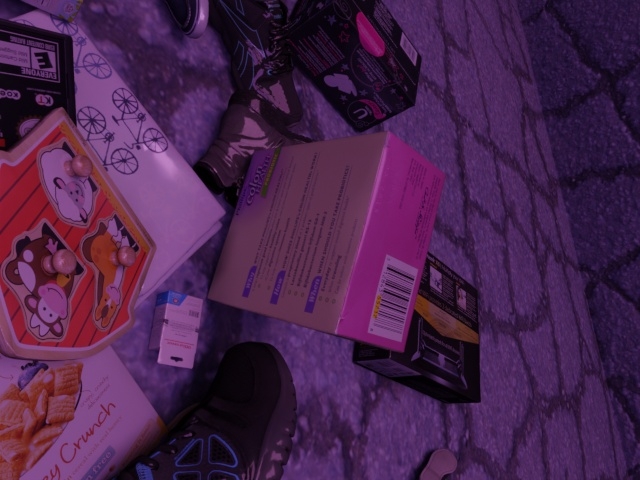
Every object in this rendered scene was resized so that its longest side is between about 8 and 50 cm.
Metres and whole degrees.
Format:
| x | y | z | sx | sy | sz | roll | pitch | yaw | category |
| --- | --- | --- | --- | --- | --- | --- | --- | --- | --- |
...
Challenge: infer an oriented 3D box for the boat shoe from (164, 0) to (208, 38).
| x | y | z | sx | sy | sz | roll | pitch | yaw | category |
| --- | --- | --- | --- | --- | --- | --- | --- | --- | --- |
| -0.219 | -0.368 | 0.668 | 0.083 | 0.065 | 0.183 | -6 | 74 | -48 | boat shoe |

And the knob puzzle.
| x | y | z | sx | sy | sz | roll | pitch | yaw | category |
| --- | --- | --- | --- | --- | --- | --- | --- | --- | --- |
| -0.196 | 0.009 | 0.391 | 0.213 | 0.030 | 0.213 | -10 | 90 | -79 | knob puzzle |

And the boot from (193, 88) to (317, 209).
| x | y | z | sx | sy | sz | roll | pitch | yaw | category |
| --- | --- | --- | --- | --- | --- | --- | --- | --- | --- |
| -0.071 | -0.094 | 0.733 | 0.246 | 0.083 | 0.161 | 33 | 63 | -34 | boot |

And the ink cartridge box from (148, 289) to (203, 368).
| x | y | z | sx | sy | sz | roll | pitch | yaw | category |
| --- | --- | --- | --- | --- | --- | --- | --- | --- | --- |
| -0.170 | 0.106 | 0.564 | 0.048 | 0.028 | 0.083 | 25 | 58 | -41 | ink cartridge box |

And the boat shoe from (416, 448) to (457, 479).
| x | y | z | sx | sy | sz | roll | pitch | yaw | category |
| --- | --- | --- | --- | --- | --- | --- | --- | --- | --- |
| 0.207 | 0.420 | 0.868 | 0.046 | 0.038 | 0.125 | 36 | 26 | 23 | boat shoe |

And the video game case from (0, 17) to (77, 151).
| x | y | z | sx | sy | sz | roll | pitch | yaw | category |
| --- | --- | --- | --- | --- | --- | --- | --- | --- | --- |
| -0.310 | -0.046 | 0.339 | 0.275 | 0.035 | 0.248 | -10 | 103 | -54 | video game case |

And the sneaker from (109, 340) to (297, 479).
| x | y | z | sx | sy | sz | roll | pitch | yaw | category |
| --- | --- | --- | --- | --- | --- | --- | --- | --- | --- |
| -0.115 | 0.212 | 0.435 | 0.140 | 0.125 | 0.341 | 32 | 33 | -15 | sneaker |

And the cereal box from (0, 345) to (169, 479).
| x | y | z | sx | sy | sz | roll | pitch | yaw | category |
| --- | --- | --- | --- | --- | --- | --- | --- | --- | --- |
| -0.236 | 0.160 | 0.397 | 0.173 | 0.047 | 0.240 | -54 | 137 | -43 | cereal box |

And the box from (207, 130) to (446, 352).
| x | y | z | sx | sy | sz | roll | pitch | yaw | category |
| --- | --- | --- | --- | --- | --- | --- | --- | --- | --- |
| 0.000 | 0.000 | 0.591 | 0.117 | 0.243 | 0.213 | 24 | 76 | -42 | box |

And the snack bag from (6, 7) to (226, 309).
| x | y | z | sx | sy | sz | roll | pitch | yaw | category |
| --- | --- | --- | --- | --- | --- | --- | --- | --- | --- |
| -0.285 | -0.052 | 0.489 | 0.323 | 0.037 | 0.342 | 56 | 43 | -19 | snack bag |

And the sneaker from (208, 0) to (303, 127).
| x | y | z | sx | sy | sz | roll | pitch | yaw | category |
| --- | --- | --- | --- | --- | --- | --- | --- | --- | --- |
| -0.093 | -0.305 | 0.751 | 0.101 | 0.106 | 0.267 | -45 | 112 | -48 | sneaker |

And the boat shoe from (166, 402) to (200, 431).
| x | y | z | sx | sy | sz | roll | pitch | yaw | category |
| --- | --- | --- | --- | --- | --- | --- | --- | --- | --- |
| -0.157 | 0.239 | 0.513 | 0.056 | 0.048 | 0.153 | 60 | 41 | -14 | boat shoe |

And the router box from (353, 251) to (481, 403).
| x | y | z | sx | sy | sz | roll | pitch | yaw | category |
| --- | --- | --- | --- | --- | --- | --- | --- | --- | --- |
| 0.198 | 0.155 | 0.924 | 0.309 | 0.081 | 0.243 | 33 | 53 | -37 | router box |

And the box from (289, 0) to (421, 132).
| x | y | z | sx | sy | sz | roll | pitch | yaw | category |
| --- | --- | --- | --- | --- | --- | --- | --- | --- | --- |
| 0.065 | -0.364 | 0.924 | 0.247 | 0.142 | 0.163 | 41 | 48 | -33 | box |

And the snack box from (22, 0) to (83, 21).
| x | y | z | sx | sy | sz | roll | pitch | yaw | category |
| --- | --- | --- | --- | --- | --- | --- | --- | --- | --- |
| -0.317 | -0.318 | 0.526 | 0.100 | 0.037 | 0.141 | 12 | 54 | -44 | snack box |
